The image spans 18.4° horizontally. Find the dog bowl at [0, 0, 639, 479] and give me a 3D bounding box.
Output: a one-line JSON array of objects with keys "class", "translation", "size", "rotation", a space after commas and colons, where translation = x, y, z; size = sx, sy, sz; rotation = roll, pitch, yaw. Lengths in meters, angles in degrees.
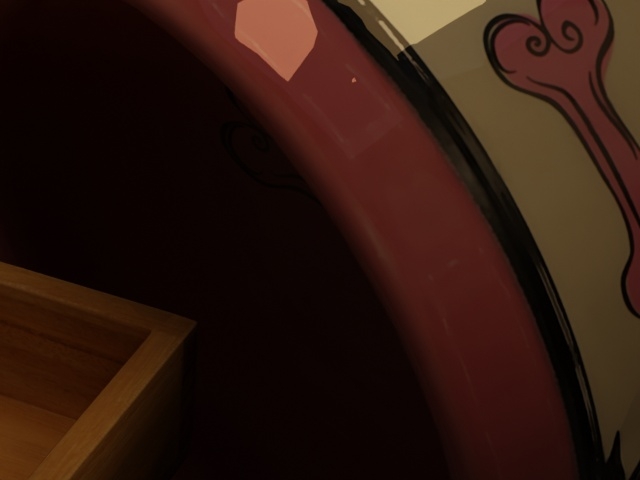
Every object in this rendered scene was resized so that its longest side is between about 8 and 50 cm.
[{"class": "dog bowl", "translation": [0.000, 0.000, 0.809], "size": [0.150, 0.408, 0.408], "rotation": [-33, 46, -27]}]

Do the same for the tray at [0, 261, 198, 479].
[{"class": "tray", "translation": [-0.276, 0.055, 0.751], "size": [0.411, 0.076, 0.203], "rotation": [15, 35, 17]}]
